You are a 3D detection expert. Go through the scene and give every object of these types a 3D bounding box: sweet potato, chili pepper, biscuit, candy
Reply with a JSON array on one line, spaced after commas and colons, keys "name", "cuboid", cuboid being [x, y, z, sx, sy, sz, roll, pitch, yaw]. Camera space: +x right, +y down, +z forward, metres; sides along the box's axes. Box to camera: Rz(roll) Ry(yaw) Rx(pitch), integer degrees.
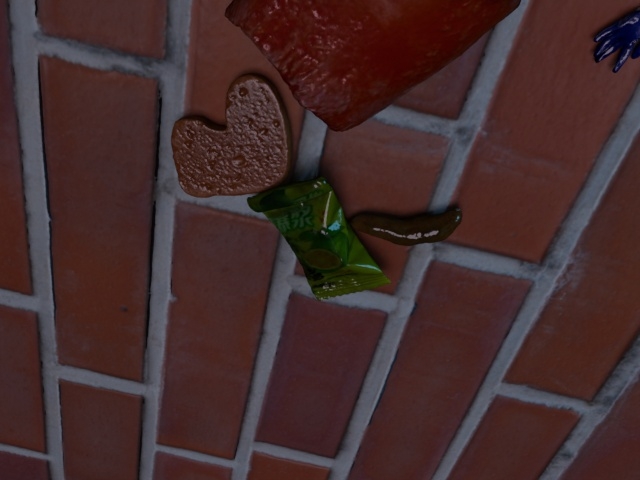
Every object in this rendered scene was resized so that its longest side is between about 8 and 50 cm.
[{"name": "sweet potato", "cuboid": [0.136, -0.019, 0.959, 0.182, 0.053, 0.054, -1, 162, 10]}, {"name": "chili pepper", "cuboid": [0.044, -0.273, 0.696, 0.305, 0.229, 0.251, -41, 143, 27]}, {"name": "biscuit", "cuboid": [-0.139, -0.157, 0.907, 0.192, 0.036, 0.186, -5, 120, 10]}, {"name": "candy", "cuboid": [0.000, 0.000, 0.966, 0.149, 0.069, 0.246, -14, 121, 29]}]

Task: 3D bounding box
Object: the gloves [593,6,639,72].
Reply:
[{"name": "gloves", "cuboid": [0.403, -0.263, 0.780, 0.086, 0.026, 0.064, -37, 114, 26]}]
